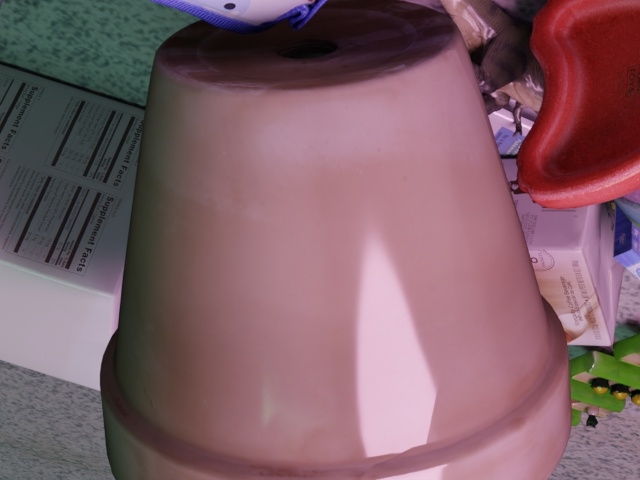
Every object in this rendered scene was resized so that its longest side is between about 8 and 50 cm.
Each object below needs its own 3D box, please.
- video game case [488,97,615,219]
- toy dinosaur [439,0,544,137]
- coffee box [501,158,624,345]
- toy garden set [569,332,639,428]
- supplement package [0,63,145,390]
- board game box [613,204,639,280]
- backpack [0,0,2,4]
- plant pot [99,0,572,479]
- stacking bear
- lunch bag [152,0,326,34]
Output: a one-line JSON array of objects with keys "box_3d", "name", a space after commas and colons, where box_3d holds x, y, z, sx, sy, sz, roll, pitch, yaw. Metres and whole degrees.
[{"box_3d": [0.114, -0.028, 1.177, 0.300, 0.036, 0.329, 22, 147, -9], "name": "video game case"}, {"box_3d": [0.123, -0.121, 0.978, 0.268, 0.118, 0.064, 42, -177, -29], "name": "toy dinosaur"}, {"box_3d": [0.115, 0.010, 1.106, 0.247, 0.098, 0.141, 0, 143, 25], "name": "coffee box"}, {"box_3d": [0.242, 0.149, 1.333, 0.204, 0.049, 0.244, 18, 151, -27], "name": "toy garden set"}, {"box_3d": [-0.284, -0.020, 1.224, 0.263, 0.198, 0.199, 18, 148, 0], "name": "supplement package"}, {"box_3d": [0.263, 0.000, 1.032, 0.090, 0.090, 0.020, 37, 135, -28], "name": "board game box"}, {"box_3d": [-0.346, -0.229, 0.941, 0.263, 0.213, 0.276, 9, 146, -7], "name": "backpack"}, {"box_3d": [0.000, 0.000, 0.870, 0.323, 0.323, 0.280, 4, 118, 20], "name": "plant pot"}, {"box_3d": [0.290, -0.051, 0.954, 0.164, 0.175, 0.289, -12, 147, 39], "name": "stacking bear"}, {"box_3d": [-0.056, -0.299, 0.655, 0.385, 0.239, 0.328, 41, 141, -21], "name": "lunch bag"}]
